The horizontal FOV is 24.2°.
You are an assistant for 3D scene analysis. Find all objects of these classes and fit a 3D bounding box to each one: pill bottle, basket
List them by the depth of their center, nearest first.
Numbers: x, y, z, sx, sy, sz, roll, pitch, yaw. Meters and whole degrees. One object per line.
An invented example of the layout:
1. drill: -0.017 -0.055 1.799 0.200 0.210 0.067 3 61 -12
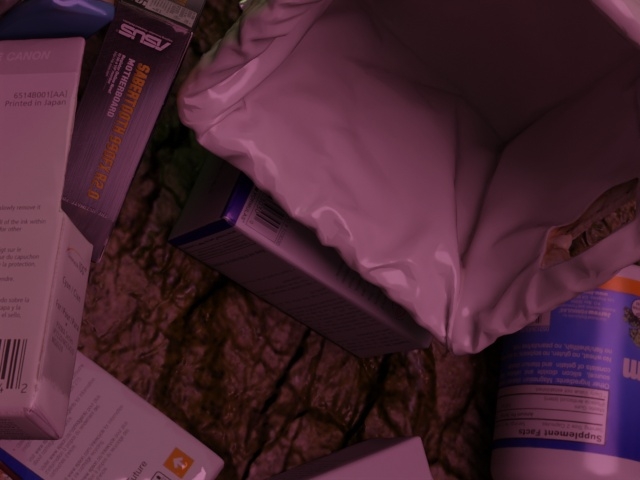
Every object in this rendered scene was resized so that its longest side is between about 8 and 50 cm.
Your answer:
1. basket: 0.130 -0.151 1.158 0.331 0.328 0.266 41 40 -15
2. pill bottle: 0.237 0.162 1.374 0.152 0.152 0.272 14 74 -29

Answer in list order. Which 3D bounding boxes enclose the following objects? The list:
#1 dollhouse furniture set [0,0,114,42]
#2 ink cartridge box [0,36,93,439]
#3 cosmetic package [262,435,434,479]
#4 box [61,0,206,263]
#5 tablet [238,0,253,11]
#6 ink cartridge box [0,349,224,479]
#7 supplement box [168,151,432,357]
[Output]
1. dollhouse furniture set: -0.274 -0.273 1.044 0.198 0.303 0.286 9 77 -31
2. ink cartridge box: -0.299 -0.002 0.989 0.296 0.066 0.261 0 66 11
3. cosmetic package: -0.011 0.252 1.248 0.231 0.085 0.117 -15 91 -34
4. box: -0.141 -0.109 1.106 0.056 0.231 0.183 22 109 -7
5. tablet: -0.033 -0.218 1.360 0.054 0.006 0.083 51 60 -14
6. ink cartridge box: -0.268 0.126 1.089 0.371 0.069 0.176 38 63 -4
7. supplement box: 0.000 0.000 1.280 0.220 0.114 0.111 33 65 -22
